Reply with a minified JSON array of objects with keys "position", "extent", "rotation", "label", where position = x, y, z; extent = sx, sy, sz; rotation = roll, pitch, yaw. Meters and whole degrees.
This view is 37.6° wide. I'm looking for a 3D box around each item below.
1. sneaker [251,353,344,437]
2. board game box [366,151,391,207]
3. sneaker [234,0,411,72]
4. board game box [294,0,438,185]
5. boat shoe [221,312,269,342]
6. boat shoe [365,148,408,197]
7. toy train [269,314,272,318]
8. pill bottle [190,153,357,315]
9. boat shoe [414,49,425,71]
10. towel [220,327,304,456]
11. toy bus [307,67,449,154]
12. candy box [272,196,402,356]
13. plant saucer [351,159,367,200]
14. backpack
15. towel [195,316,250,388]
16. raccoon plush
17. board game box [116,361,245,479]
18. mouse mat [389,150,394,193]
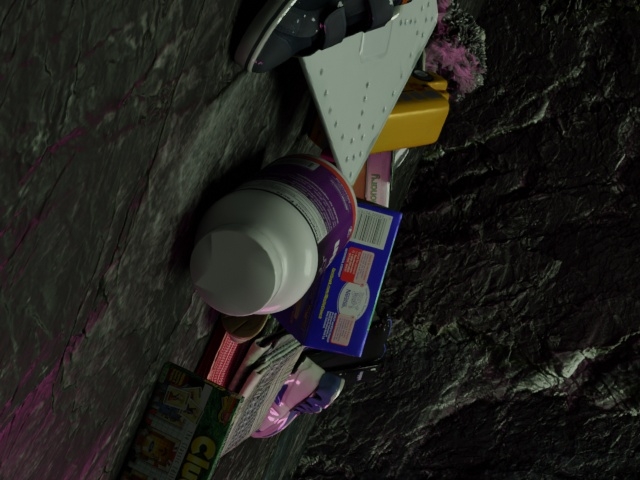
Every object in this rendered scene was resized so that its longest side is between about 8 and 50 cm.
[{"position":[-0.100,0.343,2.264],"extent":[0.315,0.182,0.127],"rotation":[-35,-167,42],"label":"sneaker"},{"position":[0.137,-0.198,2.129],"extent":[0.193,0.053,0.305],"rotation":[-79,172,-59],"label":"board game box"},{"position":[0.036,-0.309,1.170],"extent":[0.321,0.127,0.126],"rotation":[-47,-179,-4],"label":"sneaker"},{"position":[0.071,-0.343,1.478],"extent":[0.390,0.050,0.390],"rotation":[-63,156,-22],"label":"board game box"},{"position":[-0.093,0.045,1.649],"extent":[0.285,0.104,0.089],"rotation":[-60,178,-18],"label":"boat shoe"},{"position":[0.184,-0.246,2.461],"extent":[0.301,0.108,0.102],"rotation":[-63,173,4],"label":"boat shoe"},{"position":[-0.119,0.157,1.989],"extent":[0.083,0.023,0.017],"rotation":[39,75,-80],"label":"toy train"},{"position":[-0.068,-0.007,1.380],"extent":[0.323,0.181,0.182],"rotation":[-47,159,-64],"label":"pill bottle"},{"position":[0.180,-0.390,2.060],"extent":[0.084,0.079,0.233],"rotation":[-37,-144,31],"label":"boat shoe"},{"position":[-0.131,0.324,2.006],"extent":[0.324,0.056,0.312],"rotation":[-62,163,16],"label":"towel"},{"position":[0.127,-0.242,1.779],"extent":[0.332,0.130,0.108],"rotation":[-14,134,-42],"label":"toy bus"},{"position":[0.015,0.044,1.742],"extent":[0.317,0.122,0.268],"rotation":[-150,-104,-72],"label":"candy box"},{"position":[0.000,0.000,2.106],"extent":[0.333,0.081,0.333],"rotation":[85,30,-70],"label":"plant saucer"},{"position":[0.029,0.236,2.370],"extent":[0.263,0.213,0.277],"rotation":[-21,144,-17],"label":"backpack"},{"position":[-0.169,0.199,1.790],"extent":[0.275,0.031,0.199],"rotation":[60,55,-79],"label":"towel"},{"position":[0.357,-0.569,2.408],"extent":[0.446,0.216,0.299],"rotation":[103,6,-47],"label":"raccoon plush"},{"position":[-0.228,0.334,1.459],"extent":[0.030,0.136,0.260],"rotation":[-2,114,-81],"label":"board game box"},{"position":[0.161,-0.201,2.054],"extent":[0.190,0.007,0.153],"rotation":[-77,170,-67],"label":"mouse mat"}]
